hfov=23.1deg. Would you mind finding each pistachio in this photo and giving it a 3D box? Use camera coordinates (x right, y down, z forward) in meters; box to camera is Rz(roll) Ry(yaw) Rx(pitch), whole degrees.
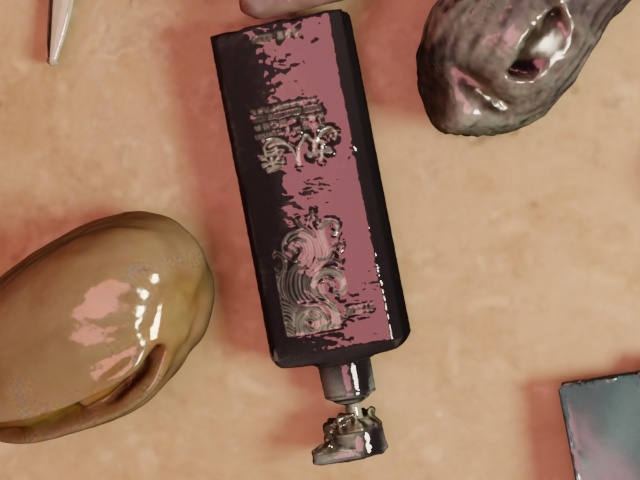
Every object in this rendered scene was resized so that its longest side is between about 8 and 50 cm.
[{"bbox_3d":[-0.171,0.065,1.100,0.223,0.126,0.152,-34,49,12],"label":"pistachio"}]

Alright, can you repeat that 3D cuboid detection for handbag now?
[{"bbox_3d":[0.282,0.145,1.061,0.221,0.057,0.144,-9,86,10],"label":"handbag"}]

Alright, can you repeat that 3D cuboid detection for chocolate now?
[{"bbox_3d":[0.157,-0.171,1.048,0.110,0.110,0.248,44,94,6],"label":"chocolate"}]

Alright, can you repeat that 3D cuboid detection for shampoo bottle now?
[{"bbox_3d":[0.001,0.000,1.095,0.098,0.071,0.309,-11,92,7],"label":"shampoo bottle"}]

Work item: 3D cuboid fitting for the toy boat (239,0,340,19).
[{"bbox_3d":[-0.097,-0.251,1.098,0.282,0.096,0.206,1,76,16],"label":"toy boat"}]

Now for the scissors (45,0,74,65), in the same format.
[{"bbox_3d":[-0.183,-0.215,1.142,0.085,0.022,0.176,8,90,7],"label":"scissors"}]
